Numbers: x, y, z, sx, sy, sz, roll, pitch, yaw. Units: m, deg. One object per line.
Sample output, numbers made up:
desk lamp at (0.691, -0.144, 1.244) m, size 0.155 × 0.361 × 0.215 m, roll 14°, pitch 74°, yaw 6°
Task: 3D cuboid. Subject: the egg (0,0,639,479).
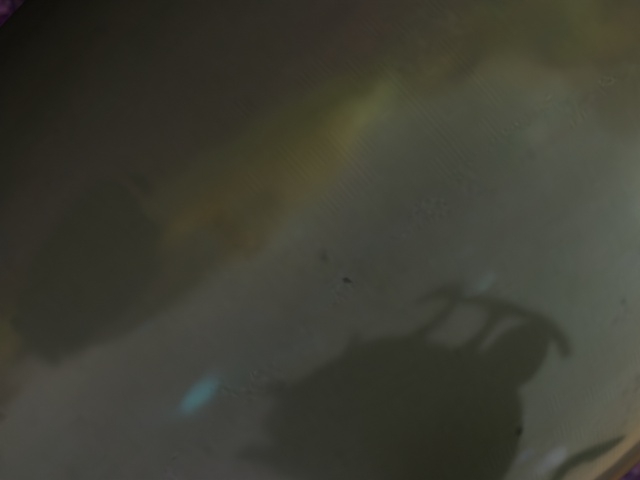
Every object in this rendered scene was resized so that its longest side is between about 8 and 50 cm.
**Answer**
egg at (0.000, 0.000, 0.580) m, size 0.371 × 0.230 × 0.230 m, roll -41°, pitch 152°, yaw -16°
